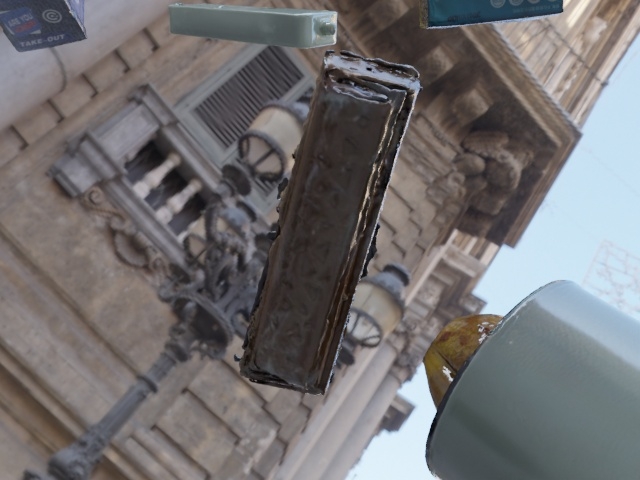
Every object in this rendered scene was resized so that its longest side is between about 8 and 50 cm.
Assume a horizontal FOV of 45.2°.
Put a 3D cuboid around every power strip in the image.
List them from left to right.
[{"bbox_3d":[-0.120,-0.379,1.347,0.385,0.091,0.062,18,-63,39],"label":"power strip"}]

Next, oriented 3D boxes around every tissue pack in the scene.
[{"bbox_3d":[0.201,-0.321,0.924,0.169,0.082,0.120,-7,-75,-2],"label":"tissue pack"}]

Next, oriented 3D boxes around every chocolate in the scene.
[{"bbox_3d":[0.003,0.003,0.669,0.102,0.065,0.329,13,-65,-7],"label":"chocolate"}]

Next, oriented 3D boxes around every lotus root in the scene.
[{"bbox_3d":[0.223,0.183,1.052,0.180,0.188,0.199,39,-9,30],"label":"lotus root"}]

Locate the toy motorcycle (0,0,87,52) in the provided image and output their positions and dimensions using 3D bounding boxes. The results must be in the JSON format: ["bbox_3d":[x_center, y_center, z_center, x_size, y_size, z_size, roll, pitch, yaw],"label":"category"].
[{"bbox_3d":[-0.322,-0.361,0.714,0.125,0.212,0.358,-11,-27,5],"label":"toy motorcycle"}]

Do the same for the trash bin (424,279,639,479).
[{"bbox_3d":[0.253,0.186,0.616,0.262,0.217,0.277,36,-67,35],"label":"trash bin"}]
